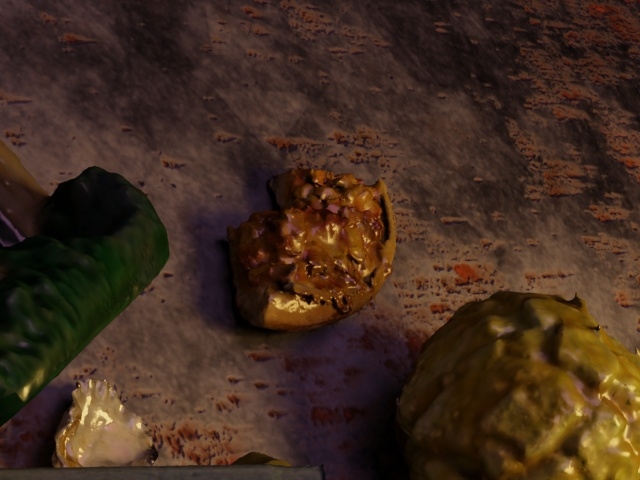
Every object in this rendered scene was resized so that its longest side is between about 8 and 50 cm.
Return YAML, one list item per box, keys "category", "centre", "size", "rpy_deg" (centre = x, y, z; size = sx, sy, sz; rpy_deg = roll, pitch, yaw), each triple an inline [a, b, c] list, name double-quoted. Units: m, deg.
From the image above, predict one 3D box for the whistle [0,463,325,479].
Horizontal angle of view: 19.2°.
- category: "whistle"
  centre: [-0.151, 0.206, 1.474]
  size: [0.312, 0.062, 0.062]
  rpy_deg: [0, 50, -3]

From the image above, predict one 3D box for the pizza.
- category: "pizza"
  centre: [0.000, 0.000, 1.911]
  size: [0.161, 0.085, 0.305]
  rpy_deg: [45, 36, -3]

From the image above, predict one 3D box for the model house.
- category: "model house"
  centre: [-0.354, 0.013, 1.372]
  size: [0.342, 0.334, 0.382]
  rpy_deg: [48, 27, -3]

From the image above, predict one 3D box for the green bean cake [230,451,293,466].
- category: "green bean cake"
  centre: [-0.044, 0.315, 1.559]
  size: [0.233, 0.124, 0.236]
  rpy_deg: [46, 37, -3]

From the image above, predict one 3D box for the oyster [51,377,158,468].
- category: "oyster"
  centre: [-0.183, 0.178, 1.610]
  size: [0.122, 0.045, 0.146]
  rpy_deg: [9, 44, -35]

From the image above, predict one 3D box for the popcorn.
- category: "popcorn"
  centre: [0.206, 0.175, 1.832]
  size: [0.282, 0.247, 0.282]
  rpy_deg: [40, 24, -22]
